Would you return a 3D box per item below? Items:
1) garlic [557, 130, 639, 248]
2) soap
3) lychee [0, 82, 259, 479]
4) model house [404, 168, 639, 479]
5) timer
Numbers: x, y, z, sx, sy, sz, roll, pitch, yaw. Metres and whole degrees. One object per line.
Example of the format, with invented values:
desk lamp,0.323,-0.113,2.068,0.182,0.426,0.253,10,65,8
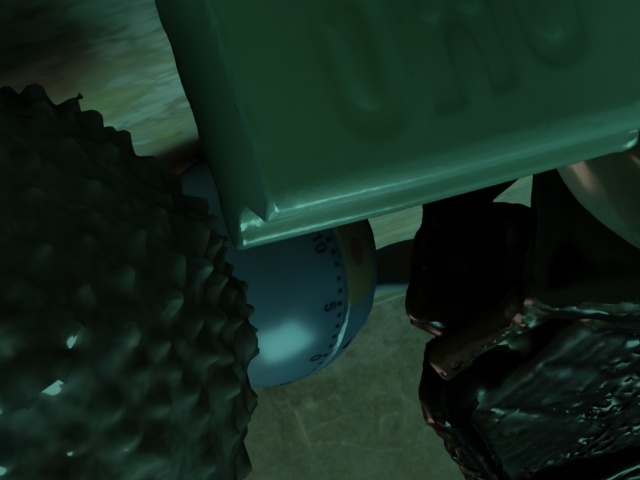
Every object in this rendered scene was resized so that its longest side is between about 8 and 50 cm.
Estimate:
garlic,0.226,-0.053,0.709,0.132,0.279,0.325,-43,140,-21
soap,0.043,-0.078,0.616,0.198,0.119,0.066,-15,172,-23
lychee,-0.153,0.070,0.613,0.300,0.300,0.300,-18,173,-2
model house,0.169,0.011,0.983,0.297,0.317,0.282,16,143,-17
timer,-0.004,-0.007,0.991,0.255,0.175,0.175,-33,179,-24
